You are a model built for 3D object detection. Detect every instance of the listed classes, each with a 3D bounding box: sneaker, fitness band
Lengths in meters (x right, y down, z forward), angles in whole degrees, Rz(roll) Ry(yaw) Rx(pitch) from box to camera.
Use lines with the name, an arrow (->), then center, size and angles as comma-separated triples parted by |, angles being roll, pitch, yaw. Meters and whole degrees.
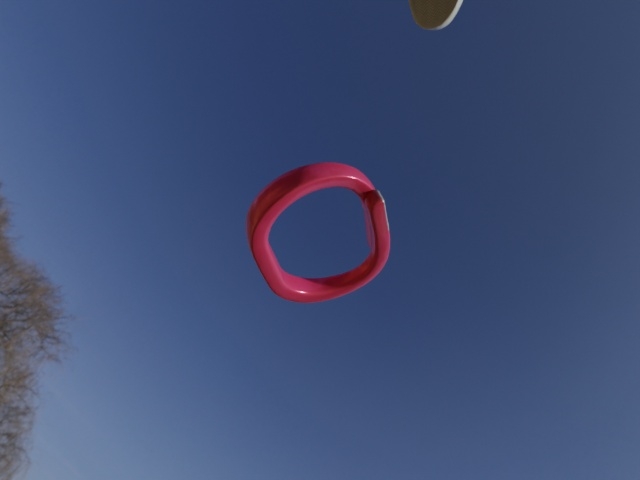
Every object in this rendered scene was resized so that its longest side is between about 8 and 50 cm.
sneaker -> 0.227, -0.491, 0.819 | 0.108, 0.169, 0.292 | 5, -85, 32
fitness band -> 0.000, 0.000, 0.740 | 0.209, 0.054, 0.291 | -18, -38, -1
